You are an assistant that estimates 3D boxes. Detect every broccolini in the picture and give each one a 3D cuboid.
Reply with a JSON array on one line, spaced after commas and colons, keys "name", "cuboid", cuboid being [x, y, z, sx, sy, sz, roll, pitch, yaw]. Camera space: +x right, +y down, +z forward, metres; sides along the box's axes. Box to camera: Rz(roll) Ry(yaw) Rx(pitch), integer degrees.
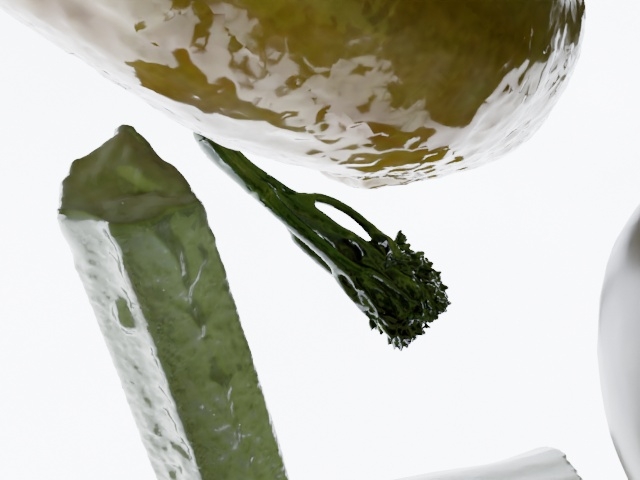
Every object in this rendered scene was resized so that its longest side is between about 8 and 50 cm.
[{"name": "broccolini", "cuboid": [0.008, -0.011, 0.865, 0.201, 0.058, 0.074, 46, -177, -26]}]

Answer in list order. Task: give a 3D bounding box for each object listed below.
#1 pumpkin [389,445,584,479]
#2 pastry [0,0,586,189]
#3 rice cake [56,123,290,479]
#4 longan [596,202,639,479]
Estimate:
[{"name": "pumpkin", "cuboid": [0.081, 0.307, 0.989, 0.199, 0.332, 0.332, 2, -120, -9]}, {"name": "pastry", "cuboid": [-0.046, -0.142, 0.608, 0.356, 0.164, 0.356, 38, -174, -4]}, {"name": "rice cake", "cuboid": [-0.044, 0.077, 0.565, 0.052, 0.256, 0.057, -18, -148, -5]}, {"name": "longan", "cuboid": [0.240, 0.021, 0.494, 0.300, 0.243, 0.300, -2, -127, 3]}]
